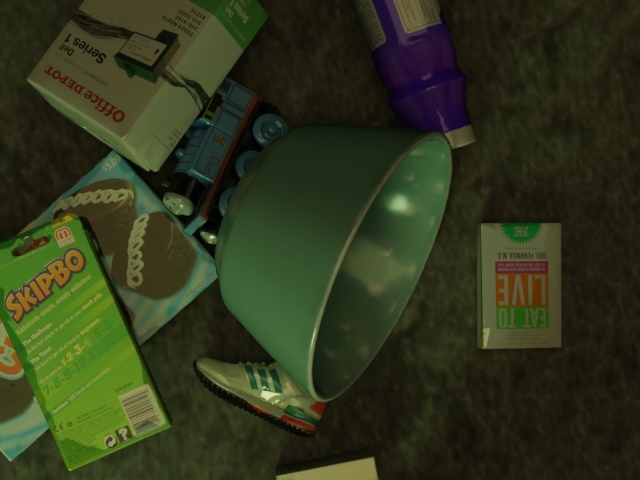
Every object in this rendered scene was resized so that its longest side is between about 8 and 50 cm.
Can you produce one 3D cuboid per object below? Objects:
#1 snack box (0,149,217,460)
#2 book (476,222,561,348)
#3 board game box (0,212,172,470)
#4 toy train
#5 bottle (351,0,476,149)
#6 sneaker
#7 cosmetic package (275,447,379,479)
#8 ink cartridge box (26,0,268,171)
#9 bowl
[{"bbox_3d":[-0.288,0.072,1.614,0.322,0.060,0.187,-42,91,-1],"label":"snack box"},{"bbox_3d":[0.230,0.052,1.646,0.096,0.035,0.144,-1,89,-5],"label":"book"},{"bbox_3d":[-0.271,0.109,1.567,0.124,0.039,0.259,-23,95,-3],"label":"board game box"},{"bbox_3d":[-0.110,-0.088,1.591,0.105,0.080,0.184,28,68,-11],"label":"toy train"},{"bbox_3d":[0.096,-0.232,1.596,0.092,0.118,0.283,-20,90,-2],"label":"bottle"},{"bbox_3d":[-0.064,0.160,1.630,0.161,0.057,0.075,27,73,0],"label":"sneaker"},{"bbox_3d":[0.008,0.271,1.624,0.115,0.060,0.041,-11,91,0],"label":"cosmetic package"},{"bbox_3d":[-0.190,-0.210,1.565,0.160,0.092,0.219,31,82,26],"label":"ink cartridge box"},{"bbox_3d":[0.000,0.000,1.529,0.163,0.311,0.312,24,89,18],"label":"bowl"}]
